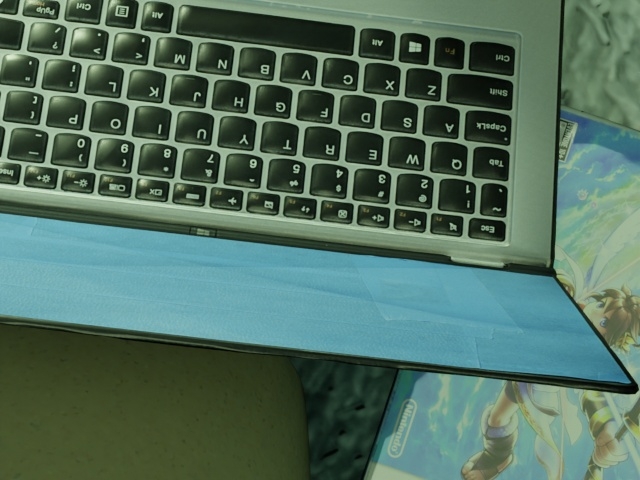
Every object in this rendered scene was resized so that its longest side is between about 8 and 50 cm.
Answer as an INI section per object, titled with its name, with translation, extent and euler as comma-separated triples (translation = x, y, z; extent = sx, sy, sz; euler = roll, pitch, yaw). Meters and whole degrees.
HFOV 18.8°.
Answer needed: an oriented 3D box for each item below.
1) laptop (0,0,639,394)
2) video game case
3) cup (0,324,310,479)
[laptop]
translation = -0.049, -0.094, 0.967
extent = 0.382, 0.236, 0.408
euler = 7, 65, -3
[video game case]
translation = 0.173, 0.074, 1.126
extent = 0.244, 0.061, 0.269
euler = 18, 89, 2
[cup]
translation = -0.134, 0.143, 1.036
extent = 0.331, 0.331, 0.237
euler = 29, 65, 3
